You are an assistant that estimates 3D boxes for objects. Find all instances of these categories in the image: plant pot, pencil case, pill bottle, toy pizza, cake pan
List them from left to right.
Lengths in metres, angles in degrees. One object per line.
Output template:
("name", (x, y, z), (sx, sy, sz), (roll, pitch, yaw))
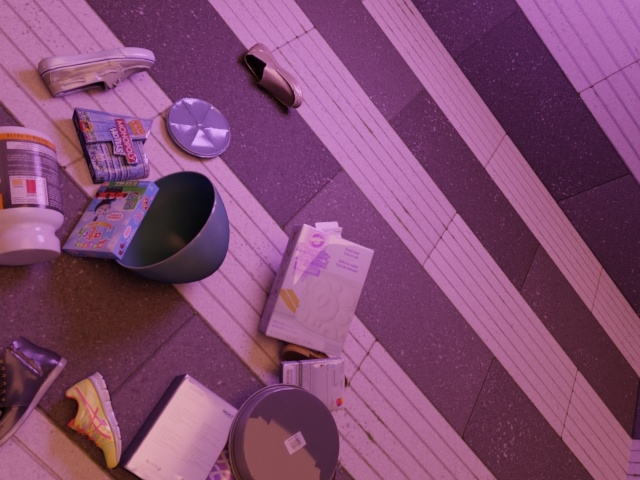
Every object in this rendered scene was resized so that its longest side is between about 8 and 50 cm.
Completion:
("pill bottle", (-0.664, -0.095, 1.026), (0.162, 0.162, 0.278), (-4, 74, -37))
("plant pot", (-0.347, -0.005, 1.182), (0.195, 0.290, 0.290), (59, 39, -50))
("toy pizza", (-0.373, -0.343, 1.423), (0.201, 0.032, 0.201), (13, 65, -31))
("pencil case", (-0.227, 0.556, 1.136), (0.206, 0.086, 0.088), (-61, 147, -30))
("cake pan", (-0.076, 0.496, 1.141), (0.293, 0.054, 0.293), (13, 58, -21))

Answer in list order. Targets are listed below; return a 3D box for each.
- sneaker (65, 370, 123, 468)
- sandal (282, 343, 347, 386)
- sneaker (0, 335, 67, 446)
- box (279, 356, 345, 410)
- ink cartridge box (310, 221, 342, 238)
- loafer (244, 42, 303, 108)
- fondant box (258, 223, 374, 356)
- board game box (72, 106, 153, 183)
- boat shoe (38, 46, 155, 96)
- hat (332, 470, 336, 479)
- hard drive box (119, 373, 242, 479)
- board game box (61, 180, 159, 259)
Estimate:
("sneaker", (-0.495, 0.402, 1.015), (0.094, 0.081, 0.208), (-17, 76, -32))
("sandal", (-0.008, 0.353, 1.384), (0.240, 0.088, 0.079), (36, 33, -24))
("sneaker", (-0.636, 0.310, 0.938), (0.118, 0.083, 0.222), (41, 43, -20))
("box", (-0.023, 0.407, 1.298), (0.186, 0.038, 0.145), (1, 89, -21))
("ink cartridge box", (0.000, 0.000, 1.488), (0.092, 0.143, 0.090), (-6, 76, -37))
("loafer", (-0.170, -0.563, 1.623), (0.268, 0.102, 0.092), (49, 52, 1))
("fondant box", (-0.011, 0.144, 1.359), (0.238, 0.096, 0.330), (21, 83, -19))
("board game box", (-0.535, -0.263, 1.253), (0.194, 0.060, 0.194), (-16, 82, -39))
("boat shoe", (-0.598, -0.459, 1.273), (0.302, 0.109, 0.094), (-23, 102, -31))
("hat", (-0.050, 0.600, 1.221), (0.331, 0.134, 0.331), (14, 64, -31))
("hard drive box", (-0.326, 0.467, 1.098), (0.181, 0.089, 0.232), (43, 53, -15))
("board game box", (-0.509, -0.055, 1.133), (0.039, 0.160, 0.211), (62, 36, -52))
